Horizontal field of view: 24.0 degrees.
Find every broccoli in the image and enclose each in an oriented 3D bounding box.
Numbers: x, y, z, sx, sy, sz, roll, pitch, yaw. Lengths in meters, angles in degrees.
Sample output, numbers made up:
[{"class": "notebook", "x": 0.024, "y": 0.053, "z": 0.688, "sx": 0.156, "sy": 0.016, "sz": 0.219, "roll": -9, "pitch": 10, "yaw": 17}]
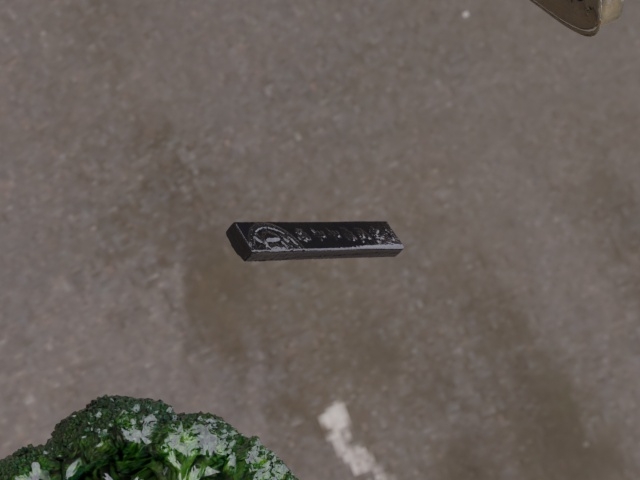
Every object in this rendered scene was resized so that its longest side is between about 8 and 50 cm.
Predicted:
[{"class": "broccoli", "x": -0.145, "y": 0.284, "z": 1.291, "sx": 0.297, "sy": 0.297, "sz": 0.297, "roll": 42, "pitch": 18, "yaw": -30}]

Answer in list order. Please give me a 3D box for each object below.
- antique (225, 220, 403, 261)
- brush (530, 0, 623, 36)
[{"class": "antique", "x": 0.000, "y": 0.000, "z": 1.161, "sx": 0.192, "sy": 0.015, "sz": 0.031, "roll": -2, "pitch": 49, "yaw": -52}, {"class": "brush", "x": 0.074, "y": -0.203, "z": 0.970, "sx": 0.065, "sy": 0.327, "sz": 0.070, "roll": -19, "pitch": 125, "yaw": -22}]
